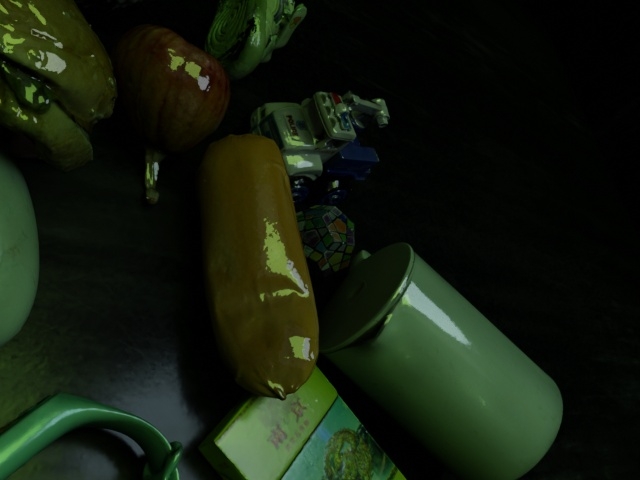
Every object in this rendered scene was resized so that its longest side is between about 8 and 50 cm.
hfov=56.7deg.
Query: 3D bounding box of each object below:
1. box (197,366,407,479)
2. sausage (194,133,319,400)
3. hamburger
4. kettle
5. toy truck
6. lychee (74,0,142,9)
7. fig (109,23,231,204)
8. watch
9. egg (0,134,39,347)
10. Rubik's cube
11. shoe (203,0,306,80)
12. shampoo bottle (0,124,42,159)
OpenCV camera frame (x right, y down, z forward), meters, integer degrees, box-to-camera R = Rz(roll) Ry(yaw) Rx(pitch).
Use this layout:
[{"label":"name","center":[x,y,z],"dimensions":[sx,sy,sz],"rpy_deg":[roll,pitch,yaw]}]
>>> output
[{"label":"box","center":[0.018,0.312,0.728],"dimensions":[0.335,0.047,0.187],"rpy_deg":[52,40,-4]},{"label":"sausage","center":[-0.083,0.032,0.755],"dimensions":[0.134,0.116,0.354],"rpy_deg":[-4,65,-13]},{"label":"hamburger","center":[-0.288,-0.200,0.513],"dimensions":[0.134,0.265,0.285],"rpy_deg":[-50,121,-10]},{"label":"kettle","center":[0.169,0.158,0.866],"dimensions":[0.318,0.205,0.265],"rpy_deg":[41,44,-13]},{"label":"toy truck","center":[0.000,-0.155,0.923],"dimensions":[0.213,0.177,0.161],"rpy_deg":[-3,68,-47]},{"label":"lychee","center":[-0.296,-0.433,0.771],"dimensions":[0.255,0.255,0.274],"rpy_deg":[30,13,-28]},{"label":"fig","center":[-0.197,-0.179,0.784],"dimensions":[0.149,0.202,0.148],"rpy_deg":[-19,41,-38]},{"label":"watch","center":[-0.224,0.241,0.515],"dimensions":[0.195,0.068,0.237],"rpy_deg":[53,41,-6]},{"label":"egg","center":[-0.337,-0.022,0.488],"dimensions":[0.183,0.183,0.264],"rpy_deg":[-35,101,-50]},{"label":"Rubik's cube","center":[0.000,0.000,0.882],"dimensions":[0.111,0.111,0.093],"rpy_deg":[42,68,-17]},{"label":"shoe","center":[-0.106,-0.365,0.984],"dimensions":[0.128,0.140,0.262],"rpy_deg":[20,48,-29]},{"label":"shampoo bottle","center":[-0.366,-0.121,0.620],"dimensions":[0.236,0.068,0.067],"rpy_deg":[-3,67,-48]}]
